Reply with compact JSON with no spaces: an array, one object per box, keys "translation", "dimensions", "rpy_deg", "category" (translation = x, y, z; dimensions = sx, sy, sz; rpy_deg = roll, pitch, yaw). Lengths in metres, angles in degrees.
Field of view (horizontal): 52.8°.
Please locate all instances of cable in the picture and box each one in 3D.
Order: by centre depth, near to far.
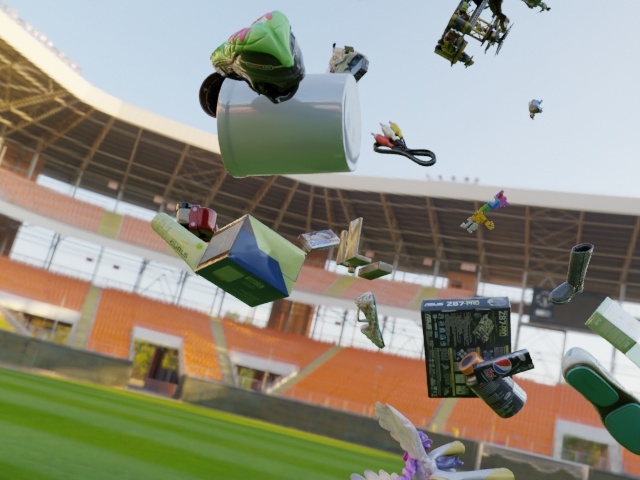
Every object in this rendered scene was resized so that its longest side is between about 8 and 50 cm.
[{"translation":[0.303,-0.354,2.431],"dimensions":[0.287,0.139,0.072],"rpy_deg":[41,-19,39],"category":"cable"}]

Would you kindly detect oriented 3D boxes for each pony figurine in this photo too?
[{"translation":[0.287,0.635,1.770],"dimensions":[0.364,0.302,0.351],"rpy_deg":[8,6,-35],"category":"pony figurine"}]

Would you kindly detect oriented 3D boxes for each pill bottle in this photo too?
[{"translation":[0.604,0.507,2.292],"dimensions":[0.246,0.130,0.130],"rpy_deg":[44,-21,-9],"category":"pill bottle"}]

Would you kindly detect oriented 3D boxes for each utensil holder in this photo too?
[{"translation":[-0.087,-0.363,2.020],"dimensions":[0.386,0.327,0.327],"rpy_deg":[1,-18,15],"category":"utensil holder"}]

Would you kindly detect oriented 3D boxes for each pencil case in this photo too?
[{"translation":[0.056,-0.587,2.630],"dimensions":[0.160,0.410,0.183],"rpy_deg":[22,3,23],"category":"pencil case"}]

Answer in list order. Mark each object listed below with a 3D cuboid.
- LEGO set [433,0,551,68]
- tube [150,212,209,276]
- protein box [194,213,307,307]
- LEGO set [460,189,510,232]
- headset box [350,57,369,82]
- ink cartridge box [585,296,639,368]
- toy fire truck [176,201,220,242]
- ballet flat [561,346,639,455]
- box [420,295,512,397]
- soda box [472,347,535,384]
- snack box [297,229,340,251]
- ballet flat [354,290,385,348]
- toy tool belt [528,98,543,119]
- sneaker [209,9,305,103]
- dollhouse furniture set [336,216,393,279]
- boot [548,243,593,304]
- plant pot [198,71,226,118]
[{"translation":[0.440,-0.556,1.570],"dimensions":[0.192,0.331,0.255],"rpy_deg":[31,-12,2],"category":"LEGO set"},{"translation":[-0.396,0.002,1.857],"dimensions":[0.240,0.070,0.062],"rpy_deg":[37,36,28],"category":"tube"},{"translation":[-0.186,0.061,1.704],"dimensions":[0.200,0.135,0.201],"rpy_deg":[35,-30,-22],"category":"protein box"},{"translation":[0.695,-0.100,2.658],"dimensions":[0.093,0.227,0.087],"rpy_deg":[49,13,5],"category":"LEGO set"},{"translation":[0.141,-0.626,2.384],"dimensions":[0.032,0.062,0.083],"rpy_deg":[29,-39,-22],"category":"headset box"},{"translation":[0.812,0.259,1.672],"dimensions":[0.235,0.056,0.171],"rpy_deg":[42,27,20],"category":"ink cartridge box"},{"translation":[-0.396,-0.024,2.343],"dimensions":[0.247,0.158,0.217],"rpy_deg":[3,-22,-1],"category":"toy fire truck"},{"translation":[0.843,0.452,1.864],"dimensions":[0.400,0.139,0.139],"rpy_deg":[45,-24,-13],"category":"ballet flat"},{"translation":[0.543,0.401,2.382],"dimensions":[0.319,0.394,0.097],"rpy_deg":[-3,23,14],"category":"box"},{"translation":[0.533,0.369,1.883],"dimensions":[0.169,0.053,0.060],"rpy_deg":[-20,-1,9],"category":"soda box"},{"translation":[0.000,0.000,2.131],"dimensions":[0.064,0.022,0.178],"rpy_deg":[49,30,19],"category":"snack box"},{"translation":[0.167,0.279,2.226],"dimensions":[0.077,0.091,0.240],"rpy_deg":[-14,-62,1],"category":"ballet flat"},{"translation":[0.769,-0.471,2.294],"dimensions":[0.051,0.083,0.052],"rpy_deg":[-18,-51,30],"category":"toy tool belt"},{"translation":[-0.154,-0.438,1.643],"dimensions":[0.202,0.185,0.483],"rpy_deg":[58,-5,-16],"category":"sneaker"},{"translation":[0.134,0.028,1.913],"dimensions":[0.151,0.123,0.144],"rpy_deg":[19,-22,-25],"category":"dollhouse furniture set"},{"translation":[0.951,0.128,2.442],"dimensions":[0.076,0.190,0.208],"rpy_deg":[38,-38,37],"category":"boot"},{"translation":[-0.320,-0.497,2.282],"dimensions":[0.167,0.166,0.165],"rpy_deg":[9,0,16],"category":"plant pot"}]
